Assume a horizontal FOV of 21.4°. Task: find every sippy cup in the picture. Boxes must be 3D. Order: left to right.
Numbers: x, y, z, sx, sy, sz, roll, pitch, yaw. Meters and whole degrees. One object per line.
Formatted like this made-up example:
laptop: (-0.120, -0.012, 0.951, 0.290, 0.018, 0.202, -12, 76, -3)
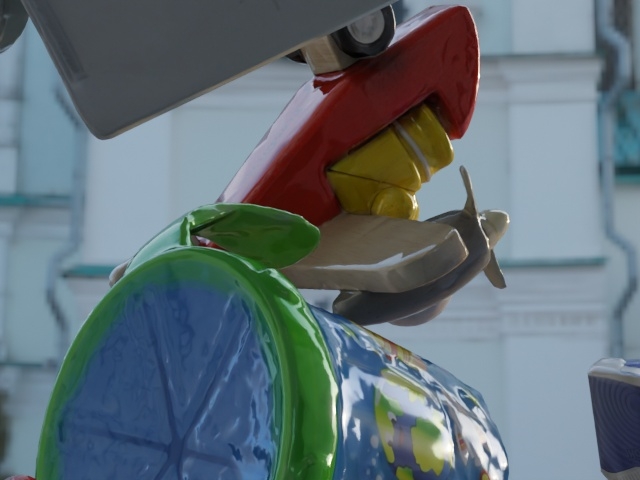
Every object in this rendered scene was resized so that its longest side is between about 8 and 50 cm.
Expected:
sippy cup: (-0.014, 0.139, 1.014, 0.224, 0.306, 0.240, 18, -3, -41)

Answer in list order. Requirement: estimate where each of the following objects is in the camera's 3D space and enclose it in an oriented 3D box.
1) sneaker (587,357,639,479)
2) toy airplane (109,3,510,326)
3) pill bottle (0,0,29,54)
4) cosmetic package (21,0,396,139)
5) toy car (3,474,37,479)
sneaker: (0.395, 0.157, 1.412, 0.315, 0.128, 0.182, 7, 21, 42)
toy airplane: (0.000, 0.000, 1.485, 0.272, 0.386, 0.384, 40, -58, -22)
pill bottle: (-0.264, -0.133, 0.965, 0.119, 0.119, 0.208, -7, 11, 29)
cosmetic package: (-0.069, -0.323, 1.009, 0.327, 0.329, 0.394, -26, 25, 4)
toy car: (-0.157, 0.160, 0.705, 0.182, 0.136, 0.159, 0, 15, 12)
